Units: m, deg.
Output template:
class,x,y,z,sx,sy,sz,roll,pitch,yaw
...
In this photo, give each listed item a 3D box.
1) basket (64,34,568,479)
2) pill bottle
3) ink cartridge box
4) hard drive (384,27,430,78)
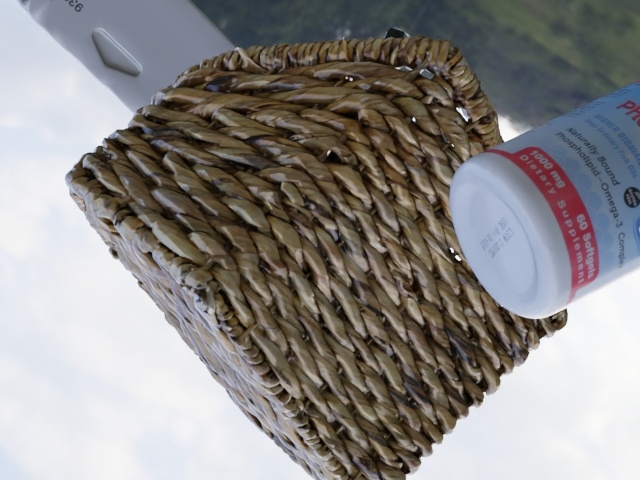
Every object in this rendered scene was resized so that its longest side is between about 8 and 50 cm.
class,x,y,z,sx,sy,sz,roll,pitch,yaw
basket,0.000,0.000,0.952,0.213,0.223,0.299,36,165,44
pill bottle,0.152,-0.030,0.696,0.160,0.087,0.087,-25,-123,-19
ink cartridge box,-0.244,-0.262,1.528,0.223,0.129,0.307,43,179,-32
hard drive,0.081,-0.164,1.498,0.022,0.094,0.135,20,178,19
